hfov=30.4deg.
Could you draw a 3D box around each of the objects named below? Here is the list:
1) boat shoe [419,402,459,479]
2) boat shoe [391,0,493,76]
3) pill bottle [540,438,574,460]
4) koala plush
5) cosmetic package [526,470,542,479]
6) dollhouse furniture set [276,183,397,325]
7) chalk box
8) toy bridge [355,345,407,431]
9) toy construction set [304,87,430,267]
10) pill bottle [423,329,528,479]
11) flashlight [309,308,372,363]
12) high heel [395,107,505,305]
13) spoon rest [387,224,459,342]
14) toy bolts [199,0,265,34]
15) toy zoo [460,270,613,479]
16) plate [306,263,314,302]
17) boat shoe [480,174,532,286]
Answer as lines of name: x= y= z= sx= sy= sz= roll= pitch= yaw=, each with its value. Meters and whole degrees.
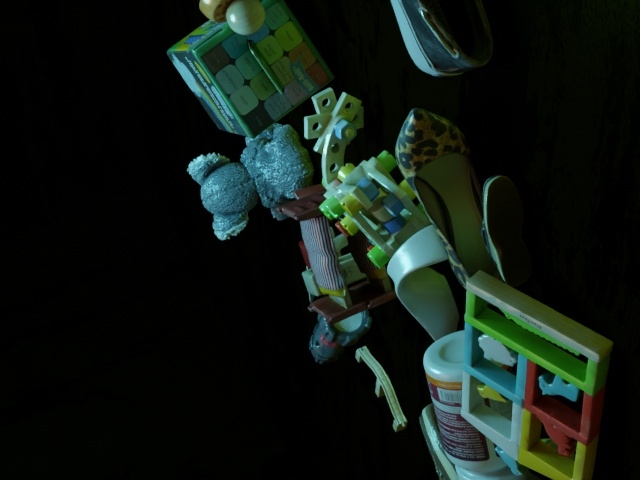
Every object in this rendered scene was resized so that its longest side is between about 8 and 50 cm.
boat shoe: x=0.219 y=0.386 z=1.881 sx=0.095 sy=0.095 sz=0.257 roll=-49 pitch=55 yaw=33
boat shoe: x=0.105 y=-0.327 z=1.309 sx=0.105 sy=0.113 sz=0.306 roll=5 pitch=118 yaw=68
pill bottle: x=0.305 y=0.287 z=1.575 sx=0.083 sy=0.043 sz=0.043 roll=140 pitch=109 yaw=-75
koala plush: x=-0.137 y=-0.117 z=2.298 sx=0.203 sy=0.221 sz=0.196 roll=180 pitch=71 yaw=-75
cosmetic package: x=0.276 y=0.437 z=1.676 sx=0.183 sy=0.151 sz=0.151 roll=-156 pitch=46 yaw=-71
dollhouse furniture set: x=0.000 y=0.000 z=2.090 sx=0.374 sy=0.152 sz=0.201 roll=-156 pitch=47 yaw=-71
chalk box: x=-0.112 y=-0.294 z=1.962 sx=0.180 sy=0.179 sz=0.289 roll=56 pitch=169 yaw=-18
toy bridge: x=0.122 y=0.286 z=2.308 sx=0.063 sy=0.026 sz=0.188 roll=93 pitch=152 yaw=-56
toy construction set: x=0.057 y=-0.082 z=1.761 sx=0.215 sy=0.151 sz=0.328 roll=49 pitch=-171 yaw=-37
pill bottle: x=0.224 y=0.247 z=1.663 sx=0.121 sy=0.121 sz=0.221 roll=-139 pitch=31 yaw=-63
flashlight: x=0.030 y=0.186 z=2.357 sx=0.304 sy=0.103 sz=0.103 roll=116 pitch=137 yaw=-70
high heel: x=0.174 y=-0.040 z=1.469 sx=0.261 sy=0.093 sz=0.186 roll=60 pitch=-174 yaw=-55
spoon rest: x=0.147 y=0.069 z=1.696 sx=0.276 sy=0.084 sz=0.137 roll=71 pitch=180 yaw=-62
toy bolts: x=-0.074 y=-0.435 z=1.808 sx=0.158 sy=0.218 sz=0.228 roll=52 pitch=129 yaw=13
toy zoo: x=0.259 y=0.191 z=1.461 sx=0.192 sy=0.030 sz=0.293 roll=30 pitch=141 yaw=34
plate: x=-0.017 y=0.032 z=2.381 sx=0.188 sy=0.024 sz=0.188 roll=-5 pitch=-90 yaw=-90
boat shoe: x=0.219 y=-0.014 z=1.441 sx=0.049 sy=0.056 sz=0.152 roll=37 pitch=146 yaw=56
